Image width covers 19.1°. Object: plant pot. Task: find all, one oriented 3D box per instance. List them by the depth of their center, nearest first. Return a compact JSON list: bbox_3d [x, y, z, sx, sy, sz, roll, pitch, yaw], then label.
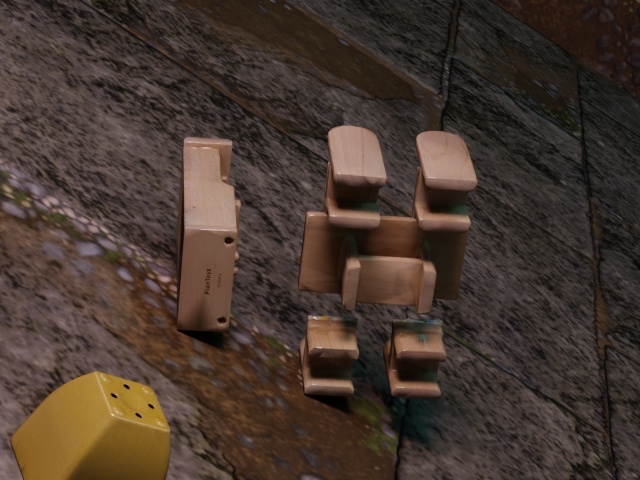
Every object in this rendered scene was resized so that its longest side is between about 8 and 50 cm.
[{"bbox_3d":[-0.145,0.136,1.274,0.081,0.083,0.081,20,24,-35],"label":"plant pot"}]

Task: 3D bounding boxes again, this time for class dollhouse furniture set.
[{"bbox_3d":[0.000,0.000,1.634,0.242,0.212,0.161,3,28,-7],"label":"dollhouse furniture set"}]
